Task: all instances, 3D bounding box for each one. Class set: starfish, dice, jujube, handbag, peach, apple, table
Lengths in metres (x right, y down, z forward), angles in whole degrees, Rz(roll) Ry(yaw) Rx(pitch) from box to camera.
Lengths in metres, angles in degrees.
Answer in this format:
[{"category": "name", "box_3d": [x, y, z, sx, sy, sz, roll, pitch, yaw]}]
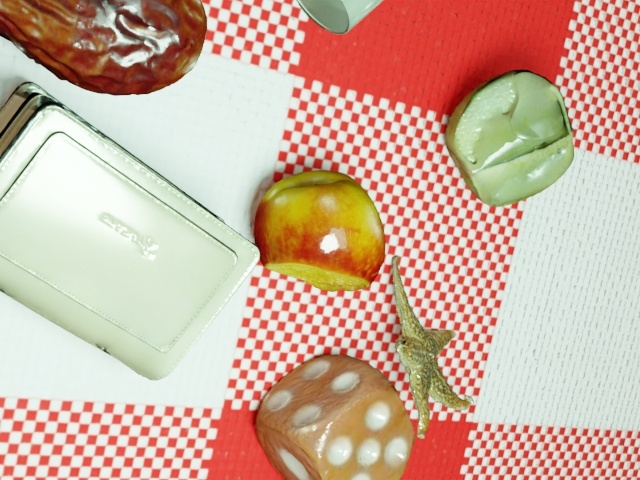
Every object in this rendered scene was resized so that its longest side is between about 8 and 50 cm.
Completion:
[{"category": "starfish", "box_3d": [0.163, 0.172, 1.759, 0.231, 0.048, 0.295, 24, 48, -55]}, {"category": "dice", "box_3d": [0.022, 0.285, 1.678, 0.179, 0.174, 0.175, -41, 119, -23]}, {"category": "jujube", "box_3d": [-0.278, -0.278, 1.331, 0.290, 0.197, 0.197, 18, 92, -20]}, {"category": "handbag", "box_3d": [-0.287, -0.002, 1.415, 0.358, 0.160, 0.237, 37, 86, -33]}, {"category": "peach", "box_3d": [0.000, 0.000, 1.585, 0.190, 0.190, 0.193, -21, 112, -27]}, {"category": "apple", "box_3d": [0.291, -0.159, 1.742, 0.188, 0.174, 0.207, -22, 122, 2]}, {"category": "table", "box_3d": [0.071, -0.403, 1.564, 0.220, 0.126, 0.126, -43, 121, -17]}]
